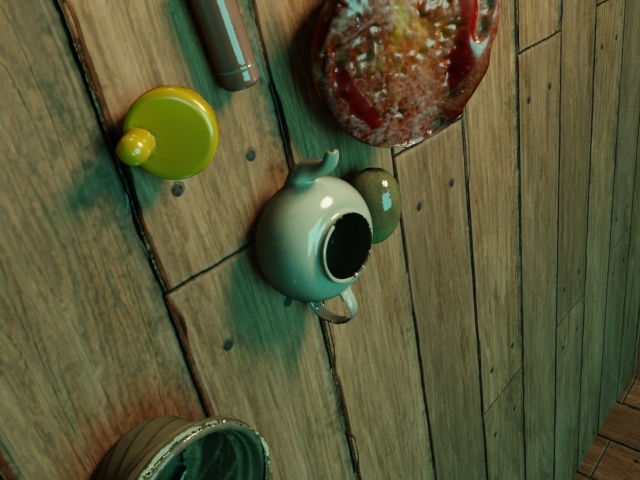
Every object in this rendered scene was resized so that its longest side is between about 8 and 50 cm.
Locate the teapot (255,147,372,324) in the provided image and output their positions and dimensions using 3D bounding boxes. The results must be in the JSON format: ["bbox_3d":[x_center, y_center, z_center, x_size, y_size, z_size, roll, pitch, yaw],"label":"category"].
[{"bbox_3d":[0.000,0.000,0.818,0.193,0.130,0.294,-32,123,-36],"label":"teapot"}]

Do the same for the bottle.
[{"bbox_3d":[-0.117,-0.255,0.673,0.053,0.053,0.140,-40,127,-33],"label":"bottle"}]

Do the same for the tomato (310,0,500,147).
[{"bbox_3d":[0.110,-0.307,0.824,0.309,0.170,0.308,-11,132,-12],"label":"tomato"}]

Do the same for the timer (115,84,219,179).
[{"bbox_3d":[-0.168,-0.117,0.617,0.107,0.109,0.107,-2,116,-4],"label":"timer"}]

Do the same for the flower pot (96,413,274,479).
[{"bbox_3d":[-0.188,0.312,0.697,0.236,0.141,0.235,-19,116,-44],"label":"flower pot"}]

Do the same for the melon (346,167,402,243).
[{"bbox_3d":[0.087,-0.058,0.921,0.098,0.098,0.130,-19,122,-43],"label":"melon"}]
